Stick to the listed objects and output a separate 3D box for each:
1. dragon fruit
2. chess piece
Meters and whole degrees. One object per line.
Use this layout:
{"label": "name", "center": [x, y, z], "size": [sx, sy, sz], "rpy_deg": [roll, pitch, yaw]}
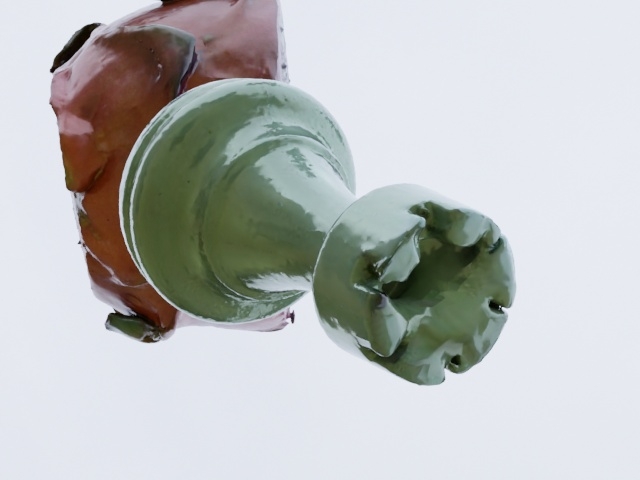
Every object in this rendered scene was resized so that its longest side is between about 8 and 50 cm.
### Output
{"label": "dragon fruit", "center": [-0.112, -0.056, 1.112], "size": [0.189, 0.290, 0.290], "rpy_deg": [-5, -66, 0]}
{"label": "chess piece", "center": [0.000, 0.000, 0.355], "size": [0.103, 0.067, 0.067], "rpy_deg": [27, -49, 53]}
